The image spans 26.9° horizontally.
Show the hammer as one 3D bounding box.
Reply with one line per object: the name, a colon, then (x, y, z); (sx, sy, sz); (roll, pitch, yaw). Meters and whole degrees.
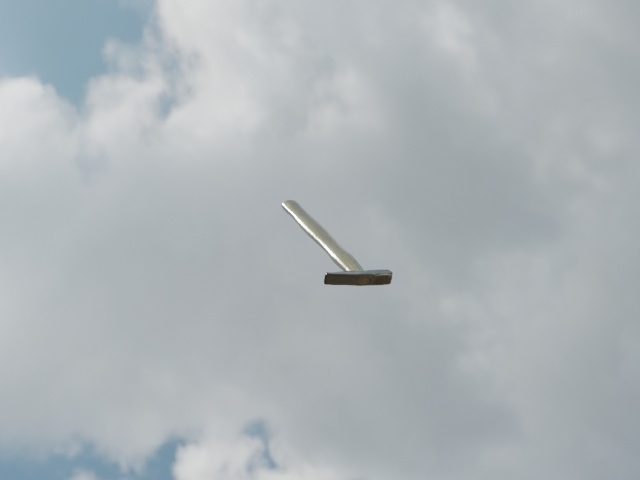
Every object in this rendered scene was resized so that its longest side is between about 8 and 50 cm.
hammer: (0.000, 0.000, 1.239); (0.062, 0.199, 0.013); (-2, -69, -22)
